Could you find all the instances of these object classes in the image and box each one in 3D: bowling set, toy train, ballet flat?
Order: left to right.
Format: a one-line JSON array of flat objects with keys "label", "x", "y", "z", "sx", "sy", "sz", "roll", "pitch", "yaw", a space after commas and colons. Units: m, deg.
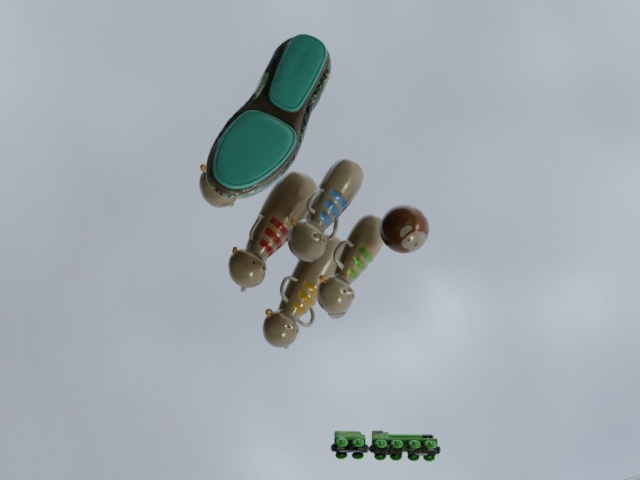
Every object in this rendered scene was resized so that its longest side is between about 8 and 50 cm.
[{"label": "ballet flat", "x": -0.043, "y": -0.094, "z": 1.357, "sx": 0.070, "sy": 0.070, "sz": 0.188, "roll": 6, "pitch": -131, "yaw": 34}, {"label": "bowling set", "x": 0.000, "y": 0.000, "z": 1.722, "sx": 0.199, "sy": 0.287, "sz": 0.154, "roll": 9, "pitch": -125, "yaw": 37}, {"label": "toy train", "x": 0.049, "y": 0.154, "z": 1.202, "sx": 0.083, "sy": 0.017, "sz": 0.024, "roll": 1, "pitch": -151, "yaw": -1}]

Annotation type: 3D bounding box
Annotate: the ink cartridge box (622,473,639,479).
[{"label": "ink cartridge box", "x": 0.113, "y": 0.156, "z": 0.561, "sx": 0.117, "sy": 0.278, "sz": 0.201, "roll": 66, "pitch": -27, "yaw": 19}]
